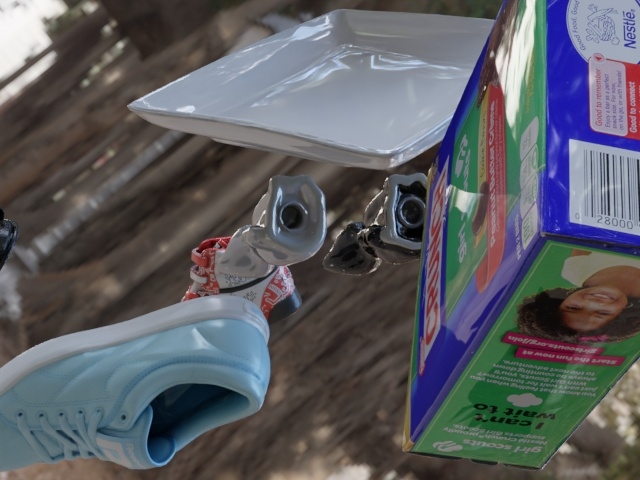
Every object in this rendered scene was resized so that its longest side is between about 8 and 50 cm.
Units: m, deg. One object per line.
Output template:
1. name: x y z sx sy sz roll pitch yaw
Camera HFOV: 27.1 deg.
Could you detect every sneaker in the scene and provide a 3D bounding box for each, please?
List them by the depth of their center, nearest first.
1. sneaker: -0.223 0.180 1.399 0.135 0.365 0.150 57 13 -37
2. sneaker: -0.174 0.086 1.898 0.145 0.270 0.090 65 -3 -19

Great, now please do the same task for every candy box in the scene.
1. candy box: 0.158 -0.022 0.943 0.122 0.268 0.317 10 -34 -5

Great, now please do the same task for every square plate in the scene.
1. square plate: 0.043 -0.157 1.347 0.344 0.347 0.049 13 -58 39

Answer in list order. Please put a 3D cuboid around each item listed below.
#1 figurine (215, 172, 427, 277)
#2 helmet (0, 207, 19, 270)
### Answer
1. figurine: 0.000 0.000 1.468 0.209 0.214 0.092 139 -52 -67
2. helmet: -0.375 0.008 1.209 0.169 0.161 0.169 34 -15 10
